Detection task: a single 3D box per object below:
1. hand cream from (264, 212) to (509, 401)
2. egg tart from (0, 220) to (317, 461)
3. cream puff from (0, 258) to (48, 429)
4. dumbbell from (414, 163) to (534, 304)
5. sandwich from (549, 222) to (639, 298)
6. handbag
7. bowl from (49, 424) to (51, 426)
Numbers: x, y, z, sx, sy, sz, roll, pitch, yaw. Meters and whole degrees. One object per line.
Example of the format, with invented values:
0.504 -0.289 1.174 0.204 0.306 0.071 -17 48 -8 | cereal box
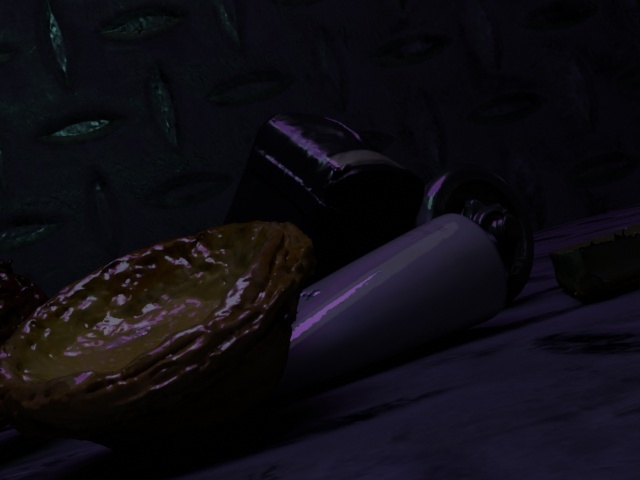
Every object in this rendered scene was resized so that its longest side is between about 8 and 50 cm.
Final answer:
0.017 0.080 1.079 0.359 0.118 0.185 -22 10 -26 | hand cream
-0.120 0.086 0.899 0.294 0.123 0.294 -20 19 7 | egg tart
-0.431 0.113 1.142 0.303 0.212 0.303 -18 29 10 | cream puff
0.097 0.020 1.416 0.179 0.179 0.406 -15 0 -39 | dumbbell
0.321 0.023 1.245 0.245 0.063 0.212 -14 -4 -28 | sandwich
0.000 0.000 1.240 0.181 0.254 0.181 6 25 -44 | handbag
-0.335 0.167 1.334 0.189 0.189 0.086 -15 40 53 | bowl
